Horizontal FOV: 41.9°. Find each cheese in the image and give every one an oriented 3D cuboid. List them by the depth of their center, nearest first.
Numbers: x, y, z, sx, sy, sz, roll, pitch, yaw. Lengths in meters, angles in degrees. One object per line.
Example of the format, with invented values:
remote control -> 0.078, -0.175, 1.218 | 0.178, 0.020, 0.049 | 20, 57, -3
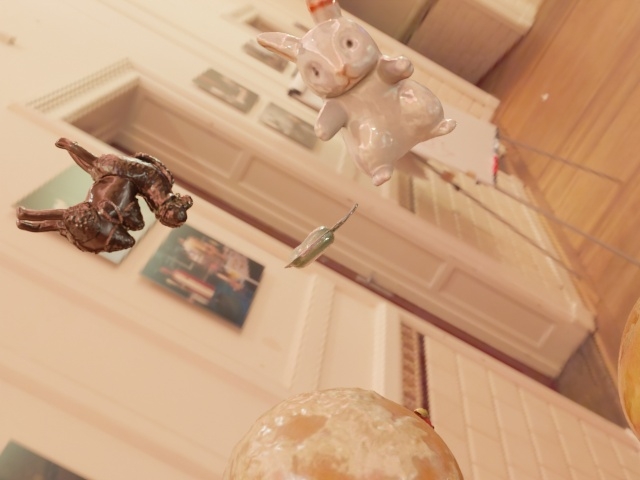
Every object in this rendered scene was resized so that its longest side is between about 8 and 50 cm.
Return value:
cheese -> 0.000, 0.000, 0.988 | 0.121, 0.026, 0.067 | -40, -4, -41

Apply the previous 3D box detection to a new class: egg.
egg -> 0.020, 0.223, 0.723 | 0.233, 0.195, 0.195 | -2, 47, 33

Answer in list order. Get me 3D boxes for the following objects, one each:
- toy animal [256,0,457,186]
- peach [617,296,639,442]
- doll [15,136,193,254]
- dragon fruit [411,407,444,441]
toy animal -> 0.034, -0.197, 1.011 | 0.140, 0.282, 0.138 | -38, 33, 10
peach -> 0.509, 0.155, 0.980 | 0.308, 0.308, 0.332 | -71, 7, -61
doll -> -0.227, -0.044, 0.912 | 0.057, 0.165, 0.139 | 127, 163, -60
dragon fruit -> 0.103, 0.257, 1.057 | 0.116, 0.086, 0.081 | 142, 117, -64
